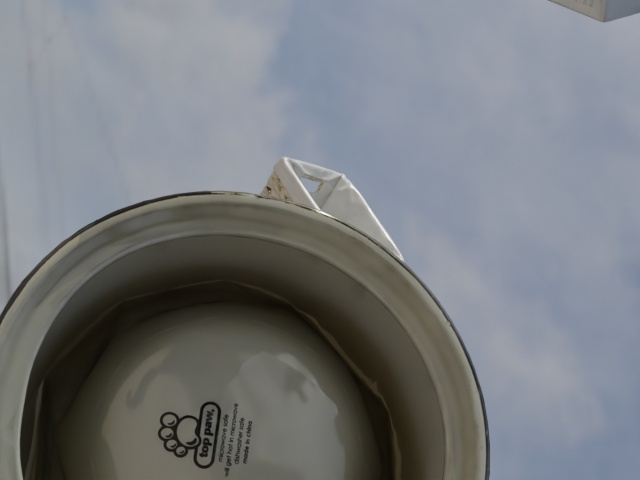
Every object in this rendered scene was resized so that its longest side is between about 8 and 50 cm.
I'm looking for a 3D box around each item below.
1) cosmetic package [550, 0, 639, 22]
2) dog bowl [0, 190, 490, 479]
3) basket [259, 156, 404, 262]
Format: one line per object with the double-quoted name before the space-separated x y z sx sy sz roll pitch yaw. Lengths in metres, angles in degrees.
"cosmetic package" 0.217 -0.398 1.755 0.385 0.156 0.217 33 -52 39
"dog bowl" -0.078 0.173 1.336 0.150 0.408 0.408 119 -38 -65
"basket" 0.000 0.000 1.909 0.103 0.113 0.167 -53 -133 22
